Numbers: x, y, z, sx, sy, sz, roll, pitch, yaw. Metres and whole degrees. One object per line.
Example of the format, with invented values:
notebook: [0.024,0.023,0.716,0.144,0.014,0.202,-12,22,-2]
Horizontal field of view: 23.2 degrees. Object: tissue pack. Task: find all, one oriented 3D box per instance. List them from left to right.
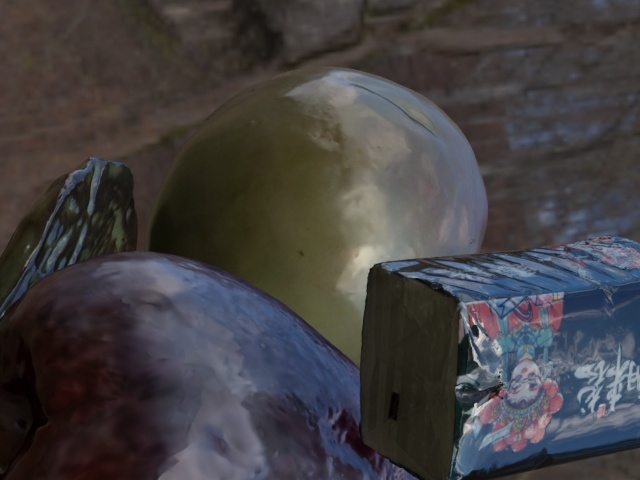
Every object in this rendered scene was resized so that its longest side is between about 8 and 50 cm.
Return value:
tissue pack: [0.109,0.059,0.804,0.090,0.170,0.103,20,-69,50]

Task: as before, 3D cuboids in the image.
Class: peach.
peach: [0.000,0.000,1.247,0.292,0.292,0.247,105,-33,-46]

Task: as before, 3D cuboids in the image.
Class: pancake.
pancake: [-0.192,0.058,1.060,0.031,0.250,0.250,28,-41,10]

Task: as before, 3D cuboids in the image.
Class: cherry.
cherry: [-0.074,0.127,0.858,0.203,0.300,0.230,-57,-146,42]
